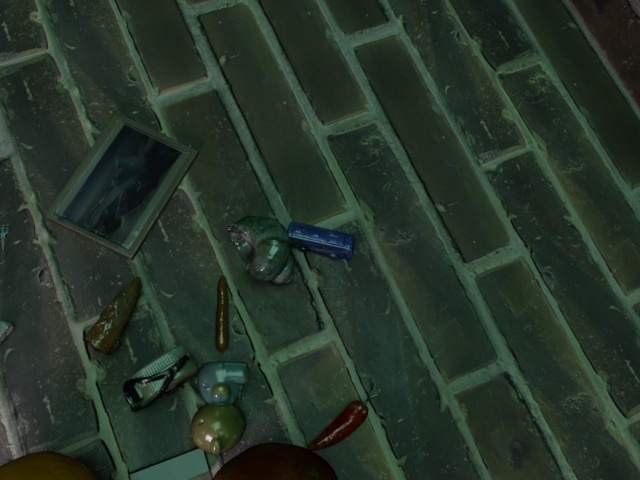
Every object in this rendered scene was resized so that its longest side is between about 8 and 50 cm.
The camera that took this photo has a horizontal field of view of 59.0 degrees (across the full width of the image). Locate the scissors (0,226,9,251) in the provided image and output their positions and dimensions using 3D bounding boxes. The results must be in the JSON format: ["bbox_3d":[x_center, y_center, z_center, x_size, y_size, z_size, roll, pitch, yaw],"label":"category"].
[{"bbox_3d":[-1.023,-0.004,1.823,0.036,0.006,0.083,-8,74,-11],"label":"scissors"}]

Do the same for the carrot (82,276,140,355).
[{"bbox_3d":[-0.633,0.226,1.762,0.102,0.102,0.263,25,66,1],"label":"carrot"}]

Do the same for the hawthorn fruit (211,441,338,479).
[{"bbox_3d":[-0.143,0.736,1.525,0.403,0.403,0.402,2,73,-6],"label":"hawthorn fruit"}]

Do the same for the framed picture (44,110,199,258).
[{"bbox_3d":[-0.663,-0.194,1.915,0.326,0.028,0.446,25,71,1],"label":"framed picture"}]

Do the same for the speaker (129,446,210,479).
[{"bbox_3d":[-0.440,0.678,1.660,0.218,0.044,0.082,-18,76,-12],"label":"speaker"}]

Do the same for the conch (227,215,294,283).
[{"bbox_3d":[-0.180,0.037,1.830,0.277,0.220,0.195,46,45,-16],"label":"conch"}]

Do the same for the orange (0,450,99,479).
[{"bbox_3d":[-0.719,0.710,1.423,0.341,0.293,0.340,4,69,-11],"label":"orange"}]

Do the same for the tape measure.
[{"bbox_3d":[-0.472,0.415,1.658,0.235,0.207,0.115,-33,82,-17],"label":"tape measure"}]

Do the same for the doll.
[{"bbox_3d":[-0.296,0.493,1.666,0.162,0.177,0.260,5,71,-13],"label":"doll"}]

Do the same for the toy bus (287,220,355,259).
[{"bbox_3d":[0.000,0.002,1.898,0.237,0.094,0.079,12,72,-3],"label":"toy bus"}]

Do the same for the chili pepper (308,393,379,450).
[{"bbox_3d":[0.077,0.564,1.747,0.272,0.063,0.071,-41,79,-5],"label":"chili pepper"}]

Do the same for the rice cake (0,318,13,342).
[{"bbox_3d":[-1.015,0.330,1.705,0.043,0.034,0.211,34,72,13],"label":"rice cake"}]

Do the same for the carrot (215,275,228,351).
[{"bbox_3d":[-0.317,0.232,1.818,0.043,0.043,0.247,-1,71,-7],"label":"carrot"}]
